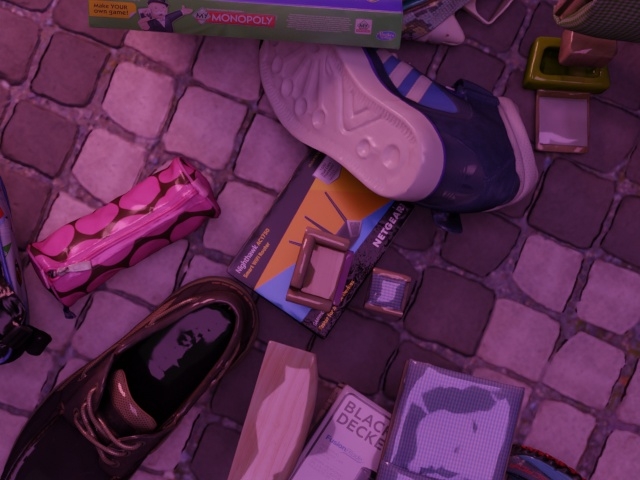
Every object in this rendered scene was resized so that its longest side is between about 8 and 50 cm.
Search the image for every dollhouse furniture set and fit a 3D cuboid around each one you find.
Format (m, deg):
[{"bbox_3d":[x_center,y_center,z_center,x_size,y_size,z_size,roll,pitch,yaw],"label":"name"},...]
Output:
[{"bbox_3d":[0.335,-0.166,1.347,0.198,0.301,0.151,3,82,-5],"label":"dollhouse furniture set"},{"bbox_3d":[0.090,0.161,1.270,0.303,0.198,0.286,17,84,-1],"label":"dollhouse furniture set"}]

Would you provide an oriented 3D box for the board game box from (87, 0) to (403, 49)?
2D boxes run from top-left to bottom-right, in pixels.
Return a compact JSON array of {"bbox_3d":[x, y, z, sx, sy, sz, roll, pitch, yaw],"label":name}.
[{"bbox_3d":[-0.074,-0.282,1.399,0.317,0.213,0.046,4,125,-2],"label":"board game box"}]

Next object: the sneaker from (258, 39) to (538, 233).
[{"bbox_3d":[0.098,-0.140,1.439,0.323,0.236,0.130,48,122,38],"label":"sneaker"}]

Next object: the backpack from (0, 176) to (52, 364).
[{"bbox_3d":[-0.427,0.009,1.346,0.277,0.213,0.263,-7,93,-9],"label":"backpack"}]

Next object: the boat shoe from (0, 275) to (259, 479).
[{"bbox_3d":[-0.212,0.169,1.378,0.132,0.130,0.355,42,84,2],"label":"boat shoe"}]

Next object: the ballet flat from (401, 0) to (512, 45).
[{"bbox_3d":[0.160,-0.269,1.471,0.221,0.077,0.079,-33,106,-5],"label":"ballet flat"}]

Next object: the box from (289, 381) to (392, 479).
[{"bbox_3d":[0.013,0.314,1.396,0.169,0.087,0.290,35,84,1],"label":"box"}]

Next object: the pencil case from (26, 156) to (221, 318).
[{"bbox_3d":[-0.209,-0.009,1.412,0.209,0.098,0.095,-33,87,-6],"label":"pencil case"}]

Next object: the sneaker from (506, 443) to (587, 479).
[{"bbox_3d":[0.275,0.334,1.399,0.125,0.104,0.262,-45,88,-4],"label":"sneaker"}]

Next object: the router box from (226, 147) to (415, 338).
[{"bbox_3d":[0.000,0.000,1.445,0.133,0.046,0.179,34,84,2],"label":"router box"}]
